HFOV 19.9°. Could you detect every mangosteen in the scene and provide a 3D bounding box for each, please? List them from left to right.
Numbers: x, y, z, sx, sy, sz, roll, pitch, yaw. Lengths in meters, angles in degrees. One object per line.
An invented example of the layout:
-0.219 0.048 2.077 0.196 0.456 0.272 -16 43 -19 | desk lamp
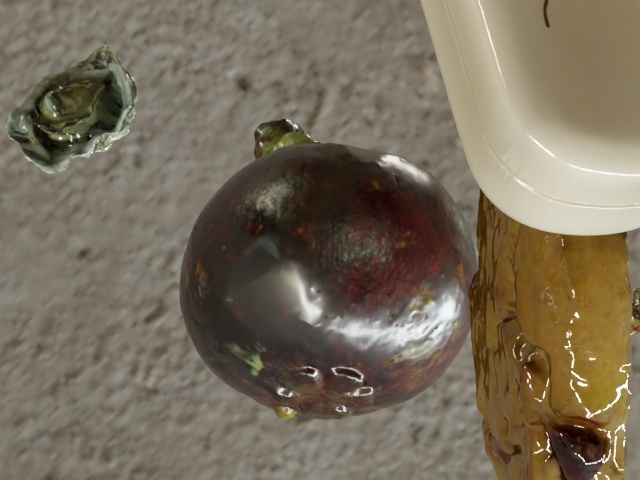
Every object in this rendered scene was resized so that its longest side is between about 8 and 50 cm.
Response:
0.000 0.000 1.408 0.231 0.231 0.289 16 45 -31 | mangosteen

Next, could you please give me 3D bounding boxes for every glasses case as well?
0.078 -0.094 0.654 0.083 0.050 0.196 -2 59 -20 | glasses case

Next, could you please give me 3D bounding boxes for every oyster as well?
-0.173 -0.088 1.274 0.100 0.037 0.098 -25 53 -19 | oyster

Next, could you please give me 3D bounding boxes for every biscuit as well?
0.121 0.033 1.010 0.075 0.296 0.296 -1 55 2 | biscuit

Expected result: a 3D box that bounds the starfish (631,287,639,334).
0.288 0.066 1.662 0.227 0.240 0.043 -5 89 -6 | starfish
